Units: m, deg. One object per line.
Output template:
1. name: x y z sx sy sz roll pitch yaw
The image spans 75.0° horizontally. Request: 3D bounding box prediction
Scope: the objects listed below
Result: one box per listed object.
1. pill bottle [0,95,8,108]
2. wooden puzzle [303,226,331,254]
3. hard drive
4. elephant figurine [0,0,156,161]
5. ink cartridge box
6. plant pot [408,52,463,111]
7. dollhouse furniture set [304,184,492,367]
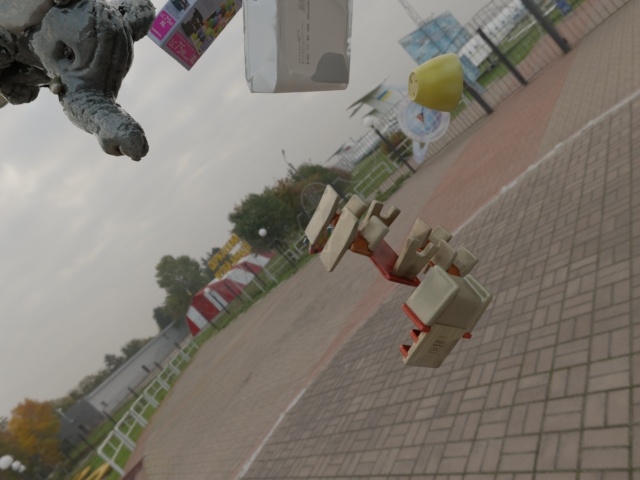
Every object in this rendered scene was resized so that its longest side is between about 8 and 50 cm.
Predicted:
1. pill bottle: -0.611 -0.313 0.720 0.117 0.117 0.208 -45 17 -26
2. wooden puzzle: 0.000 0.000 0.808 0.083 0.006 0.049 -13 -61 -41
3. hard drive: -0.013 -0.296 0.528 0.307 0.040 0.203 -50 -36 -64
4. elephant figurine: -0.244 -0.204 0.407 0.169 0.239 0.186 -57 -32 -42
5. ink cartridge box: -0.266 -0.564 0.993 0.311 0.065 0.186 -49 2 6
6. plant pot: 0.266 -0.372 0.997 0.095 0.134 0.134 -7 1 -6
7. dollhouse furniture set: 0.125 0.053 0.655 0.135 0.262 0.259 -61 34 21
